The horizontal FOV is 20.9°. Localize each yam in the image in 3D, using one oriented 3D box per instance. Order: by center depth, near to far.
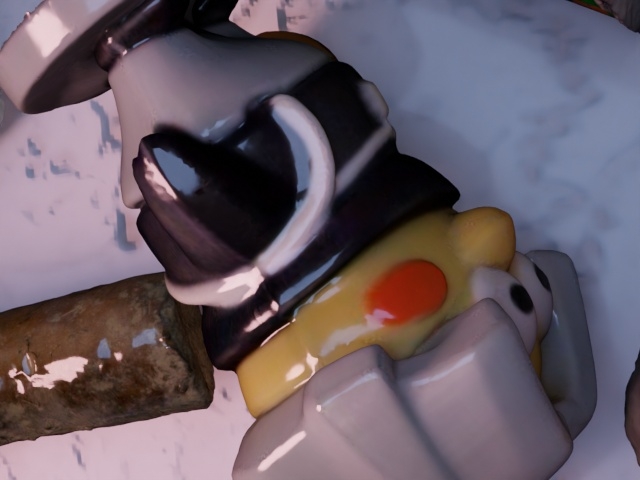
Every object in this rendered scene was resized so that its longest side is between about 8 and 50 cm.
[{"bbox_3d":[-0.174,0.068,0.713,0.274,0.061,0.061,-13,82,14],"label":"yam"}]

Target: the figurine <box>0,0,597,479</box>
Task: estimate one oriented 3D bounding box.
[{"bbox_3d":[0.000,0.000,0.640,0.133,0.176,0.236,-37,86,23],"label":"figurine"}]

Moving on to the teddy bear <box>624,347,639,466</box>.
[{"bbox_3d":[0.198,-0.024,0.585,0.144,0.171,0.251,13,84,-8],"label":"teddy bear"}]

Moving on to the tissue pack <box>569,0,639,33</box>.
[{"bbox_3d":[0.044,-0.189,0.643,0.209,0.148,0.156,23,94,17],"label":"tissue pack"}]

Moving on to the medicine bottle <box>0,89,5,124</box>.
[{"bbox_3d":[-0.223,-0.128,0.753,0.121,0.083,0.229,-39,77,8],"label":"medicine bottle"}]
